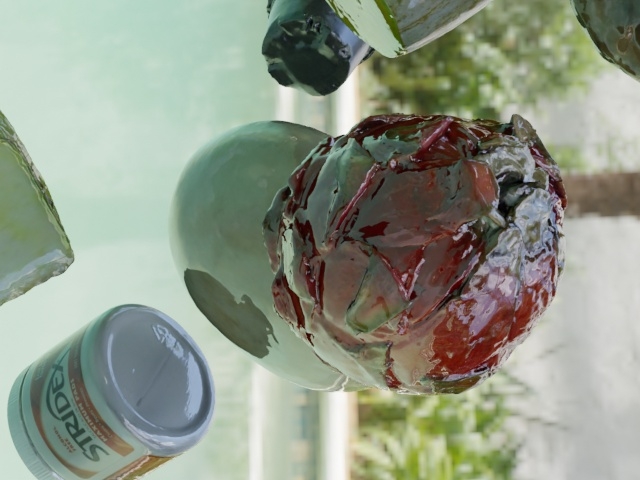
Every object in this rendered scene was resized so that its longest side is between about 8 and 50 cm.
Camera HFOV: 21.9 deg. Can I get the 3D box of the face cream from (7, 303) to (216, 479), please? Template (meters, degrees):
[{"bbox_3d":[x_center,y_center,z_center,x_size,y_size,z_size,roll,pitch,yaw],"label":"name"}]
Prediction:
[{"bbox_3d":[-0.260,0.203,2.067,0.201,0.187,0.201,30,44,-33],"label":"face cream"}]

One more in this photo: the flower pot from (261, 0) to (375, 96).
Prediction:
[{"bbox_3d":[-0.005,-0.259,2.116,0.107,0.157,0.157,-70,160,-48],"label":"flower pot"}]

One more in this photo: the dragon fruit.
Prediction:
[{"bbox_3d":[0.093,0.010,1.579,0.342,0.277,0.277,0,-87,51],"label":"dragon fruit"}]

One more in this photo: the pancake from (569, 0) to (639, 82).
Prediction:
[{"bbox_3d":[0.351,-0.257,1.566,0.050,0.241,0.242,-55,142,-79],"label":"pancake"}]

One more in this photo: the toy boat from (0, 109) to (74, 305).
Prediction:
[{"bbox_3d":[-0.274,-0.038,1.291,0.084,0.111,0.276,48,-16,38],"label":"toy boat"}]

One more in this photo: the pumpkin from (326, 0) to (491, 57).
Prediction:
[{"bbox_3d":[0.052,-0.356,1.729,0.332,0.199,0.332,52,-12,15],"label":"pumpkin"}]

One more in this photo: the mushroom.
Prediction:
[{"bbox_3d":[0.000,0.000,1.950,0.294,0.362,0.362,-48,152,-26],"label":"mushroom"}]
